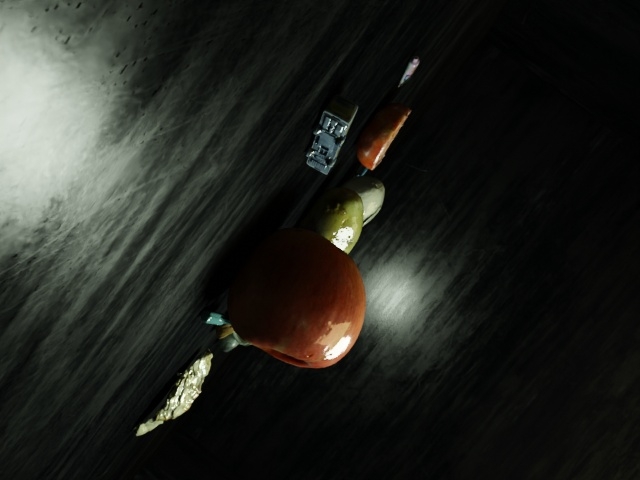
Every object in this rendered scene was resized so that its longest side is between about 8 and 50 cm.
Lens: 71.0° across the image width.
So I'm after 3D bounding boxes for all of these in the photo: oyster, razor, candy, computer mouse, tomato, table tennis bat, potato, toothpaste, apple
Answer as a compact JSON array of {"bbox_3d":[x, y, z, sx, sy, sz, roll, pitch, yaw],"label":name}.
[{"bbox_3d":[-0.483,0.531,1.538,0.354,0.107,0.201,-52,180,2],"label":"oyster"},{"bbox_3d":[0.204,-0.343,1.984,0.082,0.042,0.253,-47,173,-39],"label":"razor"},{"bbox_3d":[0.142,-0.164,1.873,0.295,0.185,0.295,-44,-168,12],"label":"candy"},{"bbox_3d":[-0.365,0.395,1.894,0.113,0.068,0.229,-32,-175,9],"label":"computer mouse"},{"bbox_3d":[0.191,-0.343,1.453,0.236,0.095,0.237,-55,175,-7],"label":"tomato"},{"bbox_3d":[-0.266,0.221,1.244,0.201,0.124,0.033,40,67,-65],"label":"table tennis bat"},{"bbox_3d":[0.035,-0.050,1.541,0.173,0.210,0.307,-14,146,-42],"label":"potato"},{"bbox_3d":[0.261,-0.499,1.323,0.045,0.028,0.170,-45,179,-4],"label":"toothpaste"},{"bbox_3d":[-0.057,0.144,1.171,0.364,0.364,0.364,-52,176,-5],"label":"apple"}]

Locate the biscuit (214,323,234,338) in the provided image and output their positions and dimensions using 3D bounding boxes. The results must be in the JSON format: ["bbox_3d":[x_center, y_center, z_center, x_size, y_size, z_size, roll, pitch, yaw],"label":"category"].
[{"bbox_3d":[-0.173,0.205,1.565,0.394,0.076,0.368,-30,177,43],"label":"biscuit"}]

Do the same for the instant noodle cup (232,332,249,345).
[{"bbox_3d":[-0.248,0.327,1.832,0.212,0.193,0.193,-19,151,-53],"label":"instant noodle cup"}]

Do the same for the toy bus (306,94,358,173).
[{"bbox_3d":[0.019,-0.212,0.917,0.075,0.064,0.190,-63,-179,-22],"label":"toy bus"}]
